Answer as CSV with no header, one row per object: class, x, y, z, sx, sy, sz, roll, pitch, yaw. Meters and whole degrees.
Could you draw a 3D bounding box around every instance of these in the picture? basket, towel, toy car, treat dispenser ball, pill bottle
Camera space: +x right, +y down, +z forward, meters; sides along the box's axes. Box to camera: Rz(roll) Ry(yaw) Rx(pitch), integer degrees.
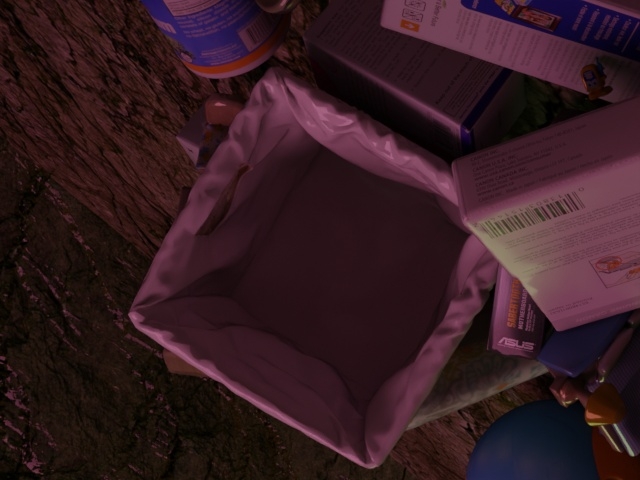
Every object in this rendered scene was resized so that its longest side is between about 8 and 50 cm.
basket,0.026,0.029,1.683,0.331,0.328,0.266,31,-174,10
towel,0.168,0.175,2.142,0.374,0.320,0.090,-1,110,66
toy car,0.256,-0.138,1.251,0.122,0.060,0.040,-11,114,47
treat dispenser ball,0.370,0.395,2.359,0.288,0.288,0.288,35,164,11
pill bottle,-0.150,-0.324,1.710,0.152,0.152,0.272,26,161,38

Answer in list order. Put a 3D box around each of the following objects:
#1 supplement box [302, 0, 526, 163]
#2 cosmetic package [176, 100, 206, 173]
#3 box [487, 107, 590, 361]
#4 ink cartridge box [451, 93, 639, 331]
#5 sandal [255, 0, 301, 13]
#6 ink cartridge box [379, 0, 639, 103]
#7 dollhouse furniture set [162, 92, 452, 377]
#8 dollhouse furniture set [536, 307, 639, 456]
supplement box,0.104,-0.184,1.625,0.220,0.114,0.111,31,164,20
cosmetic package,-0.039,-0.041,2.390,0.284,0.097,0.377,31,163,34
box,0.232,-0.011,1.500,0.056,0.231,0.183,12,117,18
ink cartridge box,0.296,-0.035,1.286,0.296,0.066,0.261,-19,149,18
sandal,-0.075,-0.352,1.349,0.120,0.086,0.302,19,125,59
ink cartridge box,0.238,-0.189,1.300,0.371,0.069,0.176,21,163,4
dollhouse furniture set,0.000,0.000,1.970,0.394,0.362,0.256,8,163,1
dollhouse furniture set,0.404,0.126,1.486,0.198,0.303,0.286,25,160,42
